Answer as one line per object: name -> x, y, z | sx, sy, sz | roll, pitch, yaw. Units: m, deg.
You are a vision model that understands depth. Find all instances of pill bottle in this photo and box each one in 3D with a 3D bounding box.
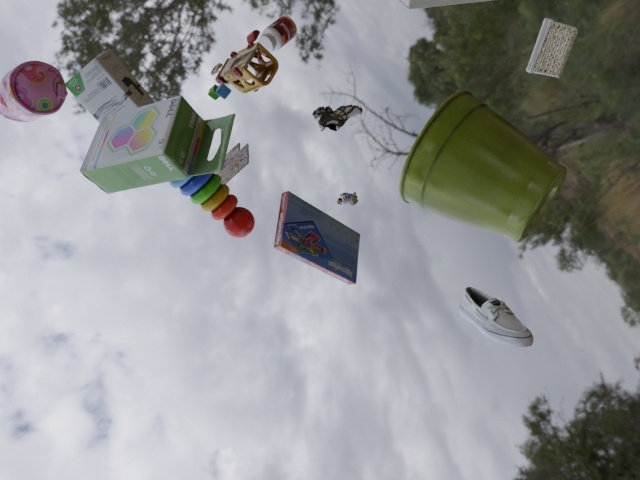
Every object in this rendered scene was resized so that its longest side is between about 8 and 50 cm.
pill bottle -> -0.156, -0.732, 1.974 | 0.086, 0.086, 0.152 | 48, -127, -15

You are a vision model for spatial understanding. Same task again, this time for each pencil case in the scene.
pencil case -> -0.677, -0.340, 1.284 | 0.124, 0.284, 0.124 | -5, -82, -36

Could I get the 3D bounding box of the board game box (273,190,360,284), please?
board game box -> 0.000, 0.000, 1.377 | 0.281, 0.027, 0.145 | 29, -123, -42

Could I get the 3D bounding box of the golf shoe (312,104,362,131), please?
golf shoe -> 0.067, -0.439, 2.006 | 0.198, 0.077, 0.093 | -11, -95, -22

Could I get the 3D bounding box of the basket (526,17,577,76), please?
basket -> 0.736, -0.605, 1.751 | 0.103, 0.167, 0.113 | 22, -158, 20

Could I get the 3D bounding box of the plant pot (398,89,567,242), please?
plant pot -> 0.473, -0.179, 1.559 | 0.353, 0.366, 0.366 | 35, -165, 23

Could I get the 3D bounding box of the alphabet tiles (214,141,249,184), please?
alphabet tiles -> -0.308, -0.241, 1.818 | 0.009, 0.198, 0.237 | 42, -162, -28

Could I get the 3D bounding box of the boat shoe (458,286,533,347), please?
boat shoe -> 0.389, 0.169, 1.256 | 0.083, 0.075, 0.226 | -9, -163, -24

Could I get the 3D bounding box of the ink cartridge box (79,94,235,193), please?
ink cartridge box -> -0.236, -0.142, 0.803 | 0.062, 0.209, 0.108 | 52, -142, -50

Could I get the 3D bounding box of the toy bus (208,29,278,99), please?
toy bus -> -0.201, -0.451, 1.493 | 0.104, 0.191, 0.202 | 37, -153, -31

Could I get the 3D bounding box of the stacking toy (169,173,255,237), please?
stacking toy -> -0.303, -0.137, 1.503 | 0.330, 0.141, 0.141 | 45, -156, -20

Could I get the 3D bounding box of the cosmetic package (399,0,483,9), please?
cosmetic package -> 0.323, -0.645, 1.309 | 0.113, 0.310, 0.160 | 93, 159, -44

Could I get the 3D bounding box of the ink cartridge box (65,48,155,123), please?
ink cartridge box -> -0.593, -0.412, 1.581 | 0.208, 0.153, 0.086 | 53, -149, -25

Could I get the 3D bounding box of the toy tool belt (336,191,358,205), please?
toy tool belt -> 0.100, -0.163, 2.070 | 0.052, 0.083, 0.051 | -50, -41, -47
